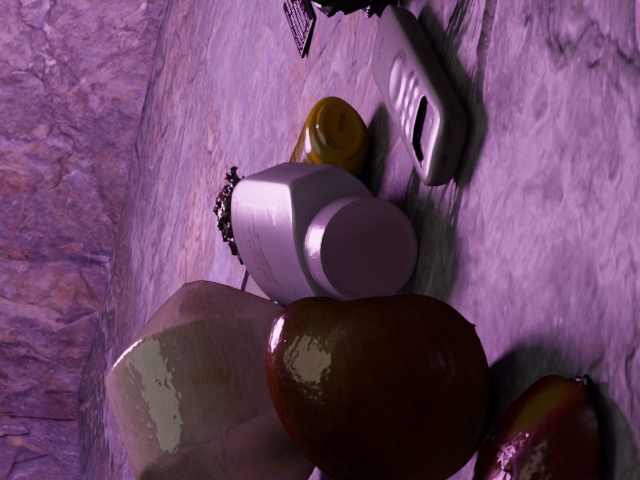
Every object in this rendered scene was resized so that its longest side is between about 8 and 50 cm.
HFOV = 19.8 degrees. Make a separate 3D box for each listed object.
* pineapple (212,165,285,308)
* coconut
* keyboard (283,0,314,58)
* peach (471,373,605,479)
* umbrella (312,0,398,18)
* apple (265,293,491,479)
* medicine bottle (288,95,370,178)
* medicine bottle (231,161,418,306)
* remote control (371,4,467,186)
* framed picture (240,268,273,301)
[{"bbox_3d":[-0.064,0.015,2.131,0.103,0.083,0.221,-8,113,40],"label":"pineapple"},{"bbox_3d":[-0.115,0.168,2.046,0.237,0.237,0.266,116,141,-52],"label":"coconut"},{"bbox_3d":[-0.031,-0.317,2.547,0.198,0.010,0.064,-107,30,-61],"label":"keyboard"},{"bbox_3d":[0.139,0.217,1.375,0.189,0.068,0.279,-101,22,-59],"label":"peach"},{"bbox_3d":[0.024,-0.320,2.117,0.110,0.122,0.272,-41,15,6],"label":"umbrella"},{"bbox_3d":[0.046,0.123,1.545,0.160,0.195,0.173,-55,-43,-54],"label":"apple"},{"bbox_3d":[-0.013,-0.046,2.167,0.309,0.076,0.111,114,155,-54],"label":"medicine bottle"},{"bbox_3d":[0.000,0.000,1.938,0.161,0.111,0.296,70,164,-9],"label":"medicine bottle"},{"bbox_3d":[0.097,-0.149,1.838,0.309,0.038,0.090,-107,28,-60],"label":"remote control"},{"bbox_3d":[-0.101,0.159,2.548,0.265,0.016,0.347,-101,23,-56],"label":"framed picture"}]
